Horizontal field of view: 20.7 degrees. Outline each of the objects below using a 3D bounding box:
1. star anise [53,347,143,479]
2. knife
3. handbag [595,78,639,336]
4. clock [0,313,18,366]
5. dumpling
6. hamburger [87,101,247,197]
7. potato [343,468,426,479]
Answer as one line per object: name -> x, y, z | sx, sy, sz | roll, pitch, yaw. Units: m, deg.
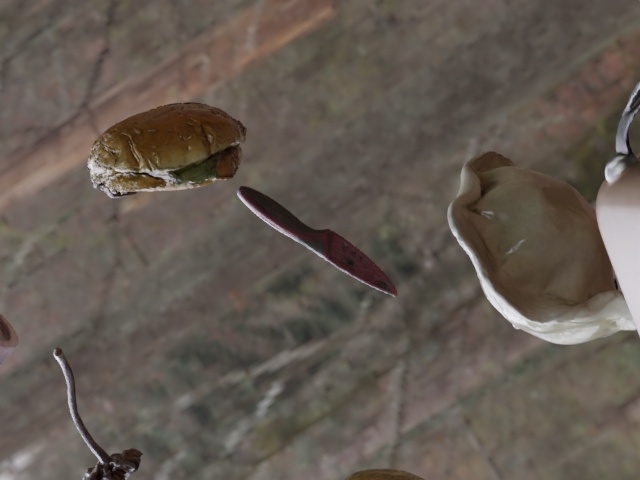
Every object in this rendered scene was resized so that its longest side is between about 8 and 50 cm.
star anise -> -0.344, 0.275, 2.439 | 0.227, 0.218, 0.148 | 48, -131, -6
knife -> 0.000, 0.000, 2.118 | 0.247, 0.035, 0.018 | 33, 165, -22
handbag -> 0.328, -0.008, 1.412 | 0.302, 0.149, 0.283 | -150, 35, -84
clock -> -0.465, 0.094, 2.127 | 0.197, 0.068, 0.197 | 37, -176, -3
dumpling -> 0.240, 0.020, 2.145 | 0.242, 0.187, 0.318 | 1, -142, -40
hamburger -> -0.142, -0.095, 1.777 | 0.102, 0.176, 0.087 | -172, 73, -67
potato -> 0.108, 0.442, 2.612 | 0.285, 0.242, 0.243 | 25, -147, -48
